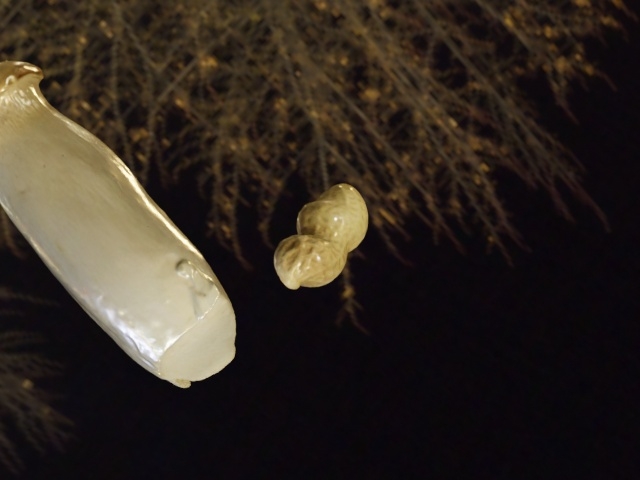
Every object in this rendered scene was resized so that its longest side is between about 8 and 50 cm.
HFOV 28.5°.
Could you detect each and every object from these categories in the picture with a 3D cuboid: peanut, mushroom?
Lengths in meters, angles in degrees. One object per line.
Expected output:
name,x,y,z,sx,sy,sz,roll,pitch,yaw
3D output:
peanut,0.001,0.000,1.851,0.086,0.104,0.228,-25,-158,39
mushroom,-0.233,-0.014,1.311,0.137,0.407,0.154,-43,-176,-3
